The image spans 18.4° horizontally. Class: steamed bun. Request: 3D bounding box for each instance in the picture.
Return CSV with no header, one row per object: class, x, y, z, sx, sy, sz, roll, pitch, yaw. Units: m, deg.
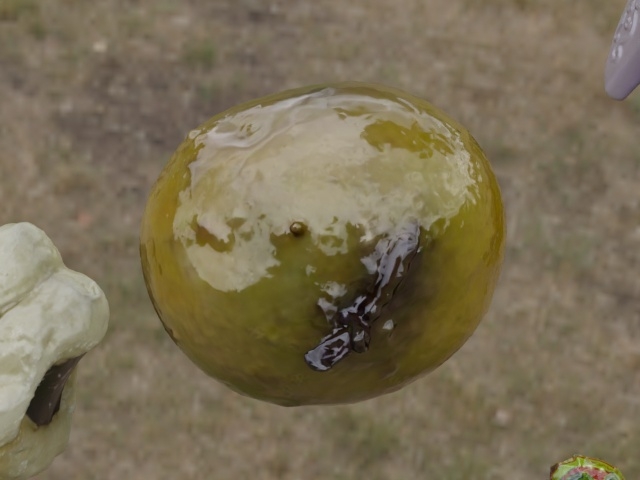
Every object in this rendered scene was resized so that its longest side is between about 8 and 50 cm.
steamed bun,-0.222,0.066,1.368,0.172,0.155,0.141,48,18,10

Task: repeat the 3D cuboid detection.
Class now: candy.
candy,0.170,0.182,1.310,0.060,0.201,0.060,-1,75,3

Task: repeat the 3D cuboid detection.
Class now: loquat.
loquat,0.000,0.000,0.939,0.172,0.149,0.204,-15,11,-9

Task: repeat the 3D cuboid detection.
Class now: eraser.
eraser,0.353,-0.273,1.896,0.059,0.243,0.204,31,42,0
